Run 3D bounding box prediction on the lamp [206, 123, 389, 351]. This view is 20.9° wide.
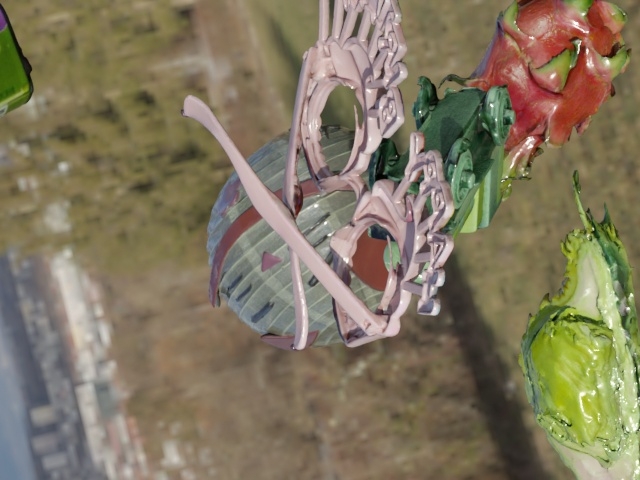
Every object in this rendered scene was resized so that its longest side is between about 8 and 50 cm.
[{"bbox_3d":[0.000,0.000,1.788,0.265,0.233,0.233,-48,51,40],"label":"lamp"}]

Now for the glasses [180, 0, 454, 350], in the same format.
[{"bbox_3d":[0.005,-0.053,1.007,0.162,0.095,0.255,-45,52,48],"label":"glasses"}]

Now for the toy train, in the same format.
[{"bbox_3d":[0.094,-0.043,1.342,0.200,0.083,0.132,-52,-34,-54],"label":"toy train"}]

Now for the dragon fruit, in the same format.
[{"bbox_3d":[0.196,-0.142,1.646,0.137,0.236,0.135,44,-167,17],"label":"dragon fruit"}]

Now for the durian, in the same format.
[{"bbox_3d":[0.252,0.124,1.661,0.132,0.106,0.375,-138,39,-78],"label":"durian"}]

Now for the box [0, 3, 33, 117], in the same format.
[{"bbox_3d":[-0.444,-0.127,1.710,0.097,0.345,0.134,1,118,42],"label":"box"}]
